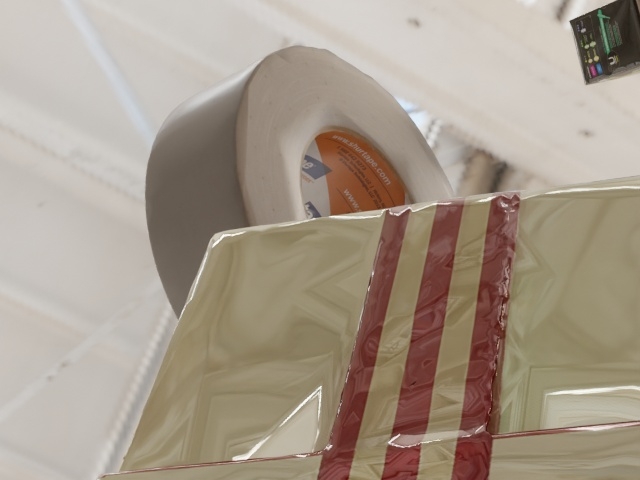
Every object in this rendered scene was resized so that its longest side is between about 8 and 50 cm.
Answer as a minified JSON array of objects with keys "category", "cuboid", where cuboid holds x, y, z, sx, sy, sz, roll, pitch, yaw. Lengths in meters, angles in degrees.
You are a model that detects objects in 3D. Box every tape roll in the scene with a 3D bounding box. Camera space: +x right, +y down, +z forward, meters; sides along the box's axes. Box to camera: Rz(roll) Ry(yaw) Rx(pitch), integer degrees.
[{"category":"tape roll","cuboid":[0.000,0.000,1.004,0.219,0.072,0.219,31,-133,-40]}]

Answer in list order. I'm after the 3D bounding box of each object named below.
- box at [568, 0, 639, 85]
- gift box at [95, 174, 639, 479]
[{"category":"box","cuboid":[0.228,-0.147,1.234,0.062,0.083,0.052,-14,-91,-24]},{"category":"gift box","cuboid":[0.046,0.148,0.655,0.258,0.276,0.255,-76,-30,-60]}]
